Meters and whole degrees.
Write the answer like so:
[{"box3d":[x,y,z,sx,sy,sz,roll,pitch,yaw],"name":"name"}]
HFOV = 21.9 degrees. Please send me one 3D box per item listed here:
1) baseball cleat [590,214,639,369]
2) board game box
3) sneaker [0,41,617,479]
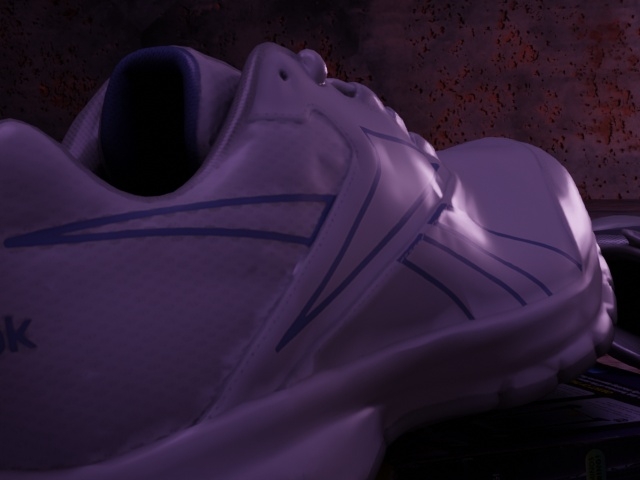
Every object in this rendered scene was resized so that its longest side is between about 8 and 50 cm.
[{"box3d":[0.179,0.045,0.621,0.206,0.072,0.109,15,9,16],"name":"baseball cleat"},{"box3d":[0.057,0.076,0.571,0.141,0.048,0.170,-5,6,-19],"name":"board game box"},{"box3d":[0.000,0.000,0.475,0.111,0.129,0.297,-10,8,31],"name":"sneaker"}]
